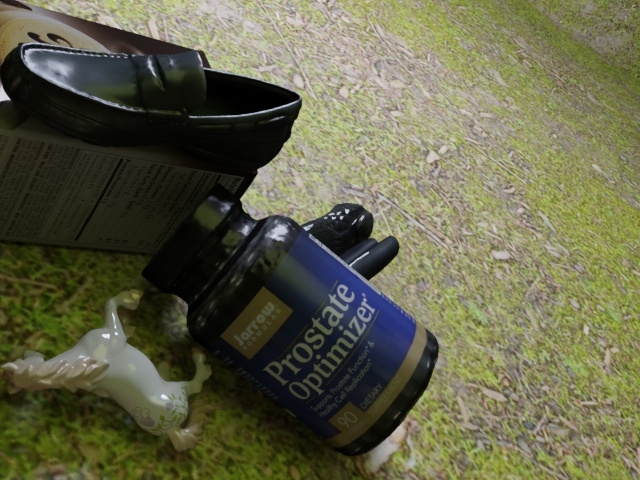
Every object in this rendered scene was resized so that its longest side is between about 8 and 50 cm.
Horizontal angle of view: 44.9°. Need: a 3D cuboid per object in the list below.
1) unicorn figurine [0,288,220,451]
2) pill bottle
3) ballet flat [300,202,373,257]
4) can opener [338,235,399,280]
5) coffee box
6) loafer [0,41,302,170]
[{"bbox_3d":[-0.139,0.088,0.531,0.162,0.060,0.111,31,29,-7],"label":"unicorn figurine"},{"bbox_3d":[-0.026,0.058,0.611,0.219,0.123,0.122,39,32,-7],"label":"pill bottle"},{"bbox_3d":[0.000,0.000,0.806,0.049,0.057,0.173,8,18,29],"label":"ballet flat"},{"bbox_3d":[0.019,0.041,0.751,0.186,0.059,0.073,-44,127,-50],"label":"can opener"},{"bbox_3d":[-0.221,-0.093,0.620,0.297,0.119,0.168,6,45,-41],"label":"coffee box"},{"bbox_3d":[-0.113,-0.108,0.562,0.223,0.078,0.076,8,47,-39],"label":"loafer"}]
